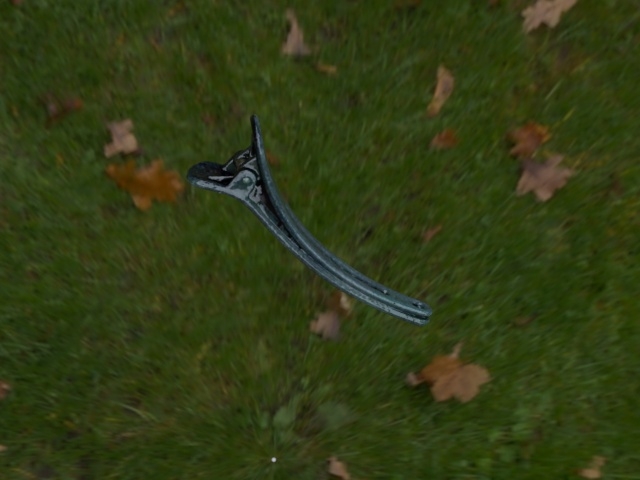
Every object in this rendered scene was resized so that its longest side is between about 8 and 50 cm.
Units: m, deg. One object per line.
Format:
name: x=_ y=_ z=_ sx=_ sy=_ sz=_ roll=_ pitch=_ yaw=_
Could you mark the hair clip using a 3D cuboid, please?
hair clip: x=0.000 y=0.000 z=1.178 sx=0.070 sy=0.039 sz=0.229 roll=-39 pitch=120 yaw=14
